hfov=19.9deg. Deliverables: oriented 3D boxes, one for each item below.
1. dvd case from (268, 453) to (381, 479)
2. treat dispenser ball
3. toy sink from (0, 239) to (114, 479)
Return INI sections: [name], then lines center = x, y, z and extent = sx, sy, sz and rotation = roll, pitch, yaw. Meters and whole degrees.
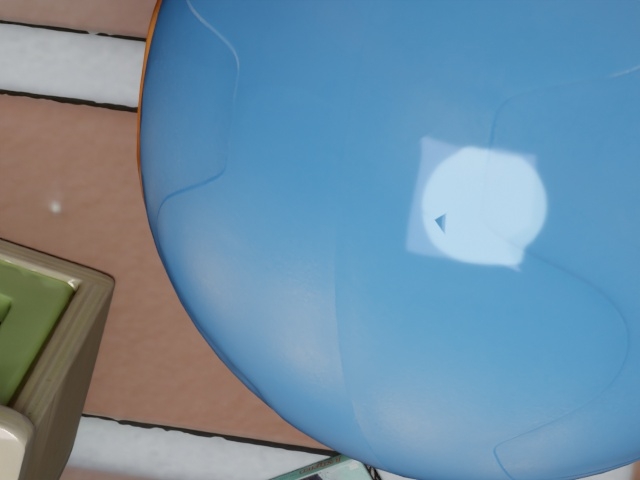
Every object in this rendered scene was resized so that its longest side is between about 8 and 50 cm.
[dvd case]
center = 0.012, 0.177, 1.011
extent = 0.087, 0.013, 0.119
rotation = -22, 112, 19
[treat dispenser ball]
center = 0.068, -0.046, 0.733
extent = 0.288, 0.288, 0.288
rotation = 4, 117, 8
[toy sink]
center = -0.209, 0.093, 0.882
extent = 0.152, 0.234, 0.131
rotation = 18, 119, 1
